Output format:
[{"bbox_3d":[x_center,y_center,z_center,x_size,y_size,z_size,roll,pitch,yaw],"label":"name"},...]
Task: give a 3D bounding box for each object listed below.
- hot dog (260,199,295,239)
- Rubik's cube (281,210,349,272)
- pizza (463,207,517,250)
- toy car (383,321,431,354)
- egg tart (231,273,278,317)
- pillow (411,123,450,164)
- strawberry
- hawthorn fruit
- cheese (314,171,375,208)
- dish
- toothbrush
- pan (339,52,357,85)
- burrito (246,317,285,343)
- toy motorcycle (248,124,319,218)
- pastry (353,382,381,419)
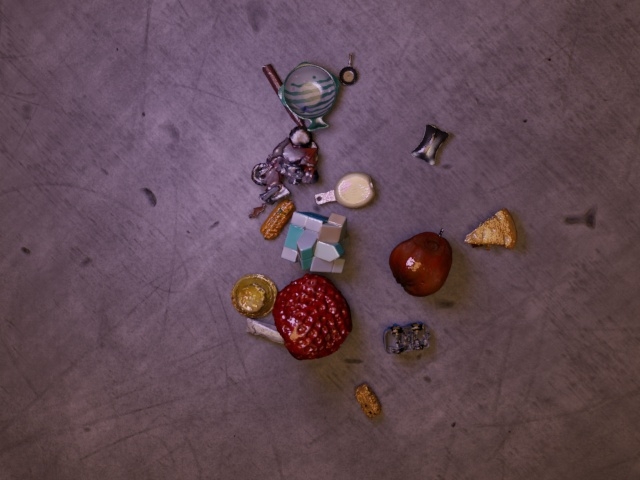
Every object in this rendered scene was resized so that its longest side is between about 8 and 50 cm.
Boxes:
[{"bbox_3d":[-0.167,-0.078,1.772,0.072,0.055,0.188,37,97,-2],"label":"hot dog"},{"bbox_3d":[0.000,0.000,1.671,0.213,0.265,0.224,20,101,18],"label":"Rubik's cube"},{"bbox_3d":[0.624,-0.025,1.711,0.194,0.069,0.154,-18,95,13],"label":"pizza"},{"bbox_3d":[0.323,0.368,1.771,0.191,0.100,0.097,-6,96,-15],"label":"toy car"},{"bbox_3d":[-0.262,0.221,1.808,0.191,0.074,0.191,1,99,6],"label":"egg tart"},{"bbox_3d":[0.405,-0.354,1.696,0.091,0.055,0.135,23,101,-18],"label":"pillow"},{"bbox_3d":[-0.033,0.290,1.659,0.296,0.345,0.317,4,97,5],"label":"strawberry"},{"bbox_3d":[0.379,0.071,1.672,0.224,0.224,0.261,42,85,-1],"label":"hawthorn fruit"},{"bbox_3d":[0.088,-0.178,1.736,0.228,0.064,0.137,-14,92,5],"label":"cheese"},{"bbox_3d":[-0.036,-0.521,1.692,0.224,0.078,0.245,-13,94,-2],"label":"dish"},{"bbox_3d":[-0.110,-0.495,1.727,0.041,0.041,0.363,-30,94,7],"label":"toothbrush"},{"bbox_3d":[0.106,-0.630,1.701,0.069,0.023,0.115,9,100,4],"label":"pan"},{"bbox_3d":[-0.206,0.361,1.825,0.203,0.064,0.064,17,98,5],"label":"burrito"},{"bbox_3d":[-0.148,-0.230,1.717,0.401,0.134,0.207,-42,86,7],"label":"toy motorcycle"},{"bbox_3d":[0.191,0.637,1.827,0.080,0.056,0.140,-34,95,19],"label":"pastry"}]
